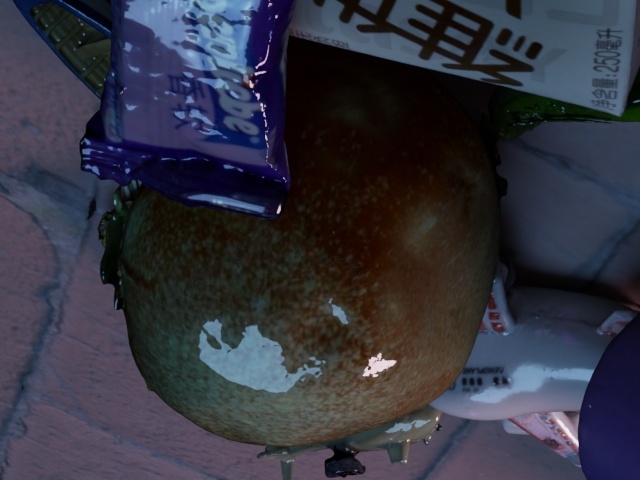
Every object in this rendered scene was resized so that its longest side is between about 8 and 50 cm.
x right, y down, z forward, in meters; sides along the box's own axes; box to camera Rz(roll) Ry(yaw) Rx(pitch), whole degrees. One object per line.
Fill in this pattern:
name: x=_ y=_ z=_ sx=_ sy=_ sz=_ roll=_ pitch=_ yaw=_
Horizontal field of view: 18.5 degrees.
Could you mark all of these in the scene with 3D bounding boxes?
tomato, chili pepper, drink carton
tomato: x=0.000 y=0.000 z=1.378 sx=0.239 sy=0.303 sz=0.303 roll=13 pitch=147 yaw=15
chili pepper: x=0.261 y=-0.092 z=1.274 sx=0.359 sy=0.085 sz=0.076 roll=6 pitch=102 yaw=37
drink carton: x=0.056 y=-0.209 z=1.173 sx=0.324 sy=0.132 sz=0.194 roll=16 pitch=147 yaw=15

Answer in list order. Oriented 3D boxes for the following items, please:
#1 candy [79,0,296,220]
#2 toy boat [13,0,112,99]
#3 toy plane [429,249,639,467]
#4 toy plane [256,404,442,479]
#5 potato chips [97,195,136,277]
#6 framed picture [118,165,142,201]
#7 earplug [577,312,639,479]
candy: x=-0.077 y=-0.130 z=1.176 sx=0.145 sy=0.070 sz=0.275 roll=17 pitch=129 yaw=12
toy boat: x=-0.155 y=-0.140 z=1.495 sx=0.080 sy=0.046 sz=0.229 roll=-11 pitch=134 yaw=45
toy plane: x=0.169 y=0.095 z=1.572 sx=0.252 sy=0.118 sz=0.252 roll=19 pitch=148 yaw=12
toy plane: x=0.026 y=0.179 z=1.826 sx=0.108 sy=0.092 sz=0.286 roll=4 pitch=163 yaw=-37
potato chips: x=-0.099 y=0.038 z=1.718 sx=0.202 sy=0.029 sz=0.220 roll=17 pitch=145 yaw=12
framed picture: x=-0.068 y=0.020 z=1.708 sx=0.217 sy=0.017 sz=0.274 roll=14 pitch=147 yaw=15
earplug: x=0.369 y=0.201 z=1.294 sx=0.215 sy=0.215 sz=0.456 roll=46 pitch=179 yaw=-32
